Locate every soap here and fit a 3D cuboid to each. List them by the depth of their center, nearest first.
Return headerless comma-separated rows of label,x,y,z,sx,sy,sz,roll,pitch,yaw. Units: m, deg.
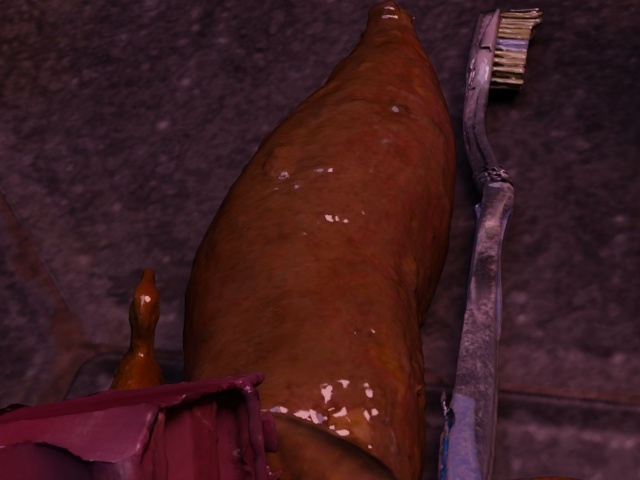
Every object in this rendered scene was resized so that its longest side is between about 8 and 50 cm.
soap,-0.065,0.182,0.675,0.099,0.162,0.250,-9,87,11

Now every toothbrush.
toothbrush,0.086,0.010,0.919,0.042,0.035,0.413,-1,46,12

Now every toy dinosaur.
toy dinosaur,-0.093,0.103,0.817,0.039,0.126,0.162,8,29,-2

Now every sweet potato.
sweet potato,0.002,0.002,0.895,0.131,0.131,0.337,-4,45,15

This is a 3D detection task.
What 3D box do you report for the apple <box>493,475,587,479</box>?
apple,0.082,0.185,0.621,0.211,0.188,0.211,2,9,0
